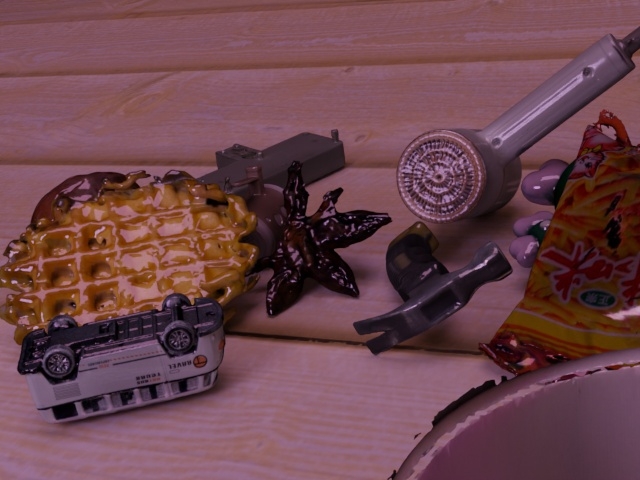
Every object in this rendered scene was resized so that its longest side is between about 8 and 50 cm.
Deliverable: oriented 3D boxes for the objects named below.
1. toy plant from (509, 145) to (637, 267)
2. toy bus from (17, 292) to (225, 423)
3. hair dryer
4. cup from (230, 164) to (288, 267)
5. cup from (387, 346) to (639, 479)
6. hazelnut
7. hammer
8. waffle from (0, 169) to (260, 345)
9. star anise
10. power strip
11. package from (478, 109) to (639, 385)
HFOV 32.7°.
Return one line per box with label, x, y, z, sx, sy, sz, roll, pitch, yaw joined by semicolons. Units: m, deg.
toy plant;0.326;-0.037;1.165;0.233;0.112;0.243;0;35;19
toy bus;-0.183;0.113;1.039;0.194;0.089;0.087;-12;22;-6
hair dryer;0.258;-0.146;1.224;0.357;0.107;0.173;-36;-9;24
cup;-0.073;-0.028;1.309;0.074;0.102;0.099;19;31;7
cup;0.163;0.215;0.463;0.253;0.274;0.253;-8;22;3
hazelnut;-0.278;-0.019;1.320;0.154;0.143;0.143;-23;27;-32
hammer;0.102;0.037;1.124;0.159;0.041;0.226;-33;14;5
waffle;-0.208;0.021;1.181;0.262;0.060;0.280;24;56;18
star anise;0.001;0.003;1.223;0.157;0.053;0.212;9;57;23
power strip;-0.088;-0.107;1.538;0.216;0.061;0.145;-27;30;-36
package;0.294;0.016;0.988;0.223;0.108;0.288;13;74;45
